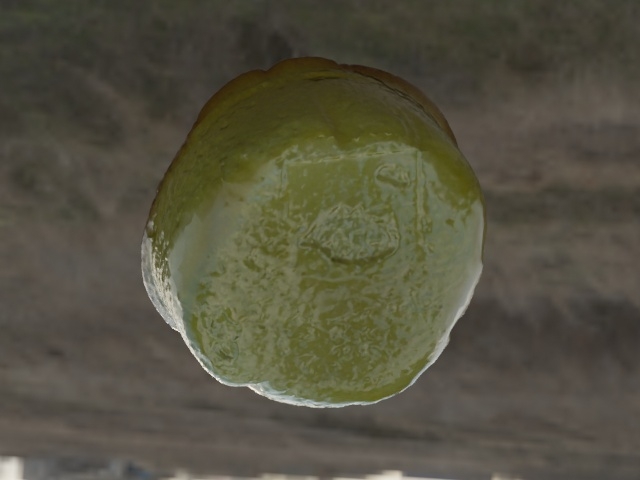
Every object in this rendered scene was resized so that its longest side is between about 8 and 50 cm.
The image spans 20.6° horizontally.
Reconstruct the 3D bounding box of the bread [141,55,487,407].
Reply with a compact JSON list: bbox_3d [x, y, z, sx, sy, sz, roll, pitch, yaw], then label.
[{"bbox_3d":[0.000,0.000,1.338,0.270,0.270,0.148,7,-157,-23],"label":"bread"}]
